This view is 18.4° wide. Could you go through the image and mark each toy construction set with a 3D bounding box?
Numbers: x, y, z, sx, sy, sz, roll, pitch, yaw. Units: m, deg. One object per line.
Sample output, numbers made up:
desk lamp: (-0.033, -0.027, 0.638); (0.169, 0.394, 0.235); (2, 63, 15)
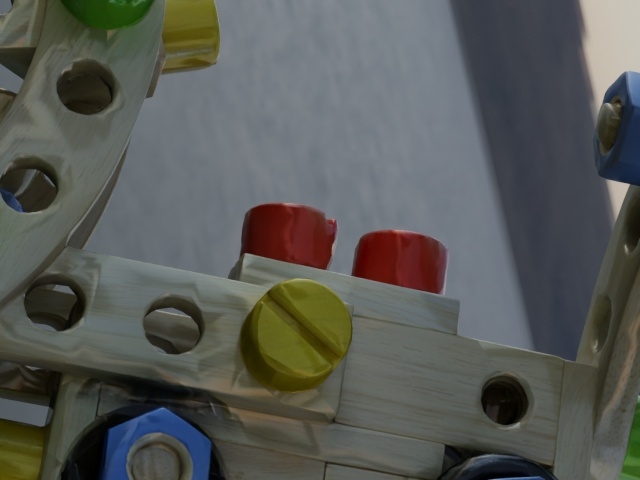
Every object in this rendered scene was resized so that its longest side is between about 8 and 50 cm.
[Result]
toy construction set: (0.000, 0.000, 0.587); (0.151, 0.327, 0.215); (85, 13, -69)
